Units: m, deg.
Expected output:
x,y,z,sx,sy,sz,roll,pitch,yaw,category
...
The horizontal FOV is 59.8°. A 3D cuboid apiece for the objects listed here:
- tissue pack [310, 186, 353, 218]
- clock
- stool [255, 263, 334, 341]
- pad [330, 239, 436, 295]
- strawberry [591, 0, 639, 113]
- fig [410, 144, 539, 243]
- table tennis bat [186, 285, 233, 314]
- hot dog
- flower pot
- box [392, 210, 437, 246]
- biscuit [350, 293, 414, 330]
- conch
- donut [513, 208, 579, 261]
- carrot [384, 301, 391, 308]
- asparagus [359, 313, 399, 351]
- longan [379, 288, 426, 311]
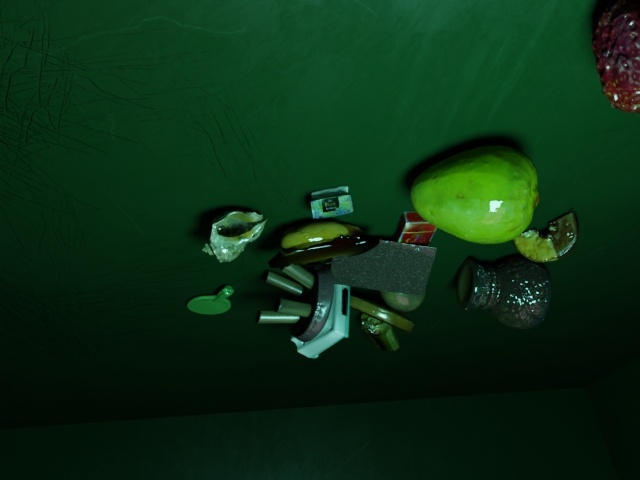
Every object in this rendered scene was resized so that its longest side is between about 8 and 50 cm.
x,y,z,sx,sy,sz,roll,pitch,yaw,category
0.031,-0.107,1.574,0.111,0.079,0.085,-9,-175,6,tissue pack
0.001,0.257,1.993,0.116,0.262,0.231,23,139,-25,clock
-0.087,0.193,1.874,0.178,0.272,0.272,19,141,-22,stool
0.200,0.085,1.850,0.330,0.004,0.220,8,128,1,pad
0.651,-0.395,1.106,0.274,0.220,0.274,-41,164,-14,strawberry
0.402,-0.118,1.470,0.326,0.258,0.258,-1,153,22,fig
-0.397,0.225,2.075,0.160,0.039,0.257,15,148,-31,table tennis bat
0.000,-0.002,1.717,0.326,0.107,0.194,-4,160,-24,hot dog
0.650,0.174,2.015,0.267,0.266,0.266,9,147,-6,flower pot
0.304,-0.027,1.785,0.112,0.048,0.175,-2,149,-7,box
0.205,0.263,2.116,0.314,0.063,0.367,23,175,19,biscuit
-0.249,-0.022,1.600,0.207,0.130,0.155,-23,162,0,conch
0.775,0.004,1.872,0.217,0.141,0.085,-24,153,33,donut
0.296,0.271,2.273,0.060,0.060,0.186,-11,149,6,carrot
0.266,0.406,2.446,0.128,0.108,0.382,-13,150,10,asparagus
0.293,0.170,1.995,0.187,0.167,0.167,21,140,-26,longan
